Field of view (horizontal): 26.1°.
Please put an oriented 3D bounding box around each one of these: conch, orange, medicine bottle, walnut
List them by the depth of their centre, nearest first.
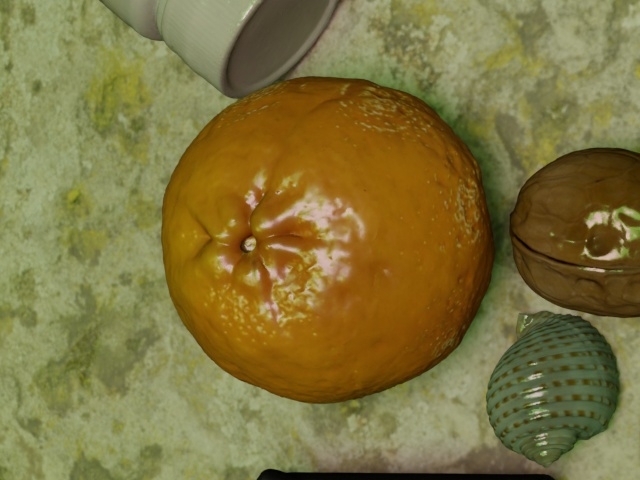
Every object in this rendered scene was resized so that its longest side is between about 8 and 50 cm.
[{"bbox_3d":[0.283,-0.008,1.341,0.207,0.167,0.167,7,95,25],"label":"walnut"},{"bbox_3d":[0.000,0.000,1.389,0.341,0.293,0.340,2,95,24],"label":"orange"},{"bbox_3d":[0.236,0.151,1.404,0.135,0.102,0.153,0,92,9],"label":"conch"},{"bbox_3d":[-0.169,-0.337,1.491,0.371,0.211,0.211,41,107,17],"label":"medicine bottle"}]

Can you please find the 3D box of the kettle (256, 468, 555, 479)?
[{"bbox_3d":[0.098,0.352,1.448,0.308,0.262,0.203,-1,57,27],"label":"kettle"}]
